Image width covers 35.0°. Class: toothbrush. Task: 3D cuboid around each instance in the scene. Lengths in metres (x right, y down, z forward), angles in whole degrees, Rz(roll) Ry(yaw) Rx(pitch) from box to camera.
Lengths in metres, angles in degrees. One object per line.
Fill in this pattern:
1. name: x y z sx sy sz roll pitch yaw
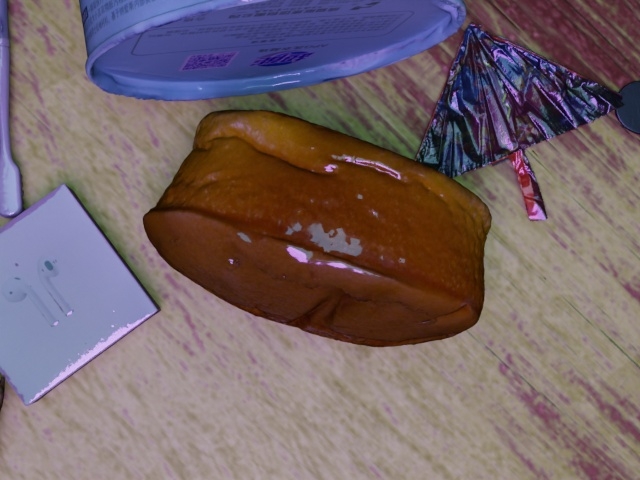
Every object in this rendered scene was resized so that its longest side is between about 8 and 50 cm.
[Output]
1. toothbrush: -0.273 -0.188 0.860 0.025 0.030 0.342 -5 87 -6

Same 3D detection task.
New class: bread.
1. bread: 0.000 0.000 0.794 0.269 0.195 0.143 19 78 0

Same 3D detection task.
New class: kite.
1. kite: 0.159 -0.104 0.906 0.232 0.009 0.189 -21 88 -4

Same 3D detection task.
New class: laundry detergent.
1. laundry detergent: -0.056 -0.287 0.759 0.287 0.287 0.305 -9 87 -6

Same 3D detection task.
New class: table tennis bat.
1. table tennis bat: 0.309 -0.118 0.922 0.083 0.007 0.050 8 85 -3

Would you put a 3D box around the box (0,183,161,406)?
1. box: -0.223 0.045 0.839 0.130 0.051 0.129 -37 90 -7

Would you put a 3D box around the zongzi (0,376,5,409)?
1. zongzi: -0.341 0.167 0.821 0.160 0.078 0.176 22 112 16
